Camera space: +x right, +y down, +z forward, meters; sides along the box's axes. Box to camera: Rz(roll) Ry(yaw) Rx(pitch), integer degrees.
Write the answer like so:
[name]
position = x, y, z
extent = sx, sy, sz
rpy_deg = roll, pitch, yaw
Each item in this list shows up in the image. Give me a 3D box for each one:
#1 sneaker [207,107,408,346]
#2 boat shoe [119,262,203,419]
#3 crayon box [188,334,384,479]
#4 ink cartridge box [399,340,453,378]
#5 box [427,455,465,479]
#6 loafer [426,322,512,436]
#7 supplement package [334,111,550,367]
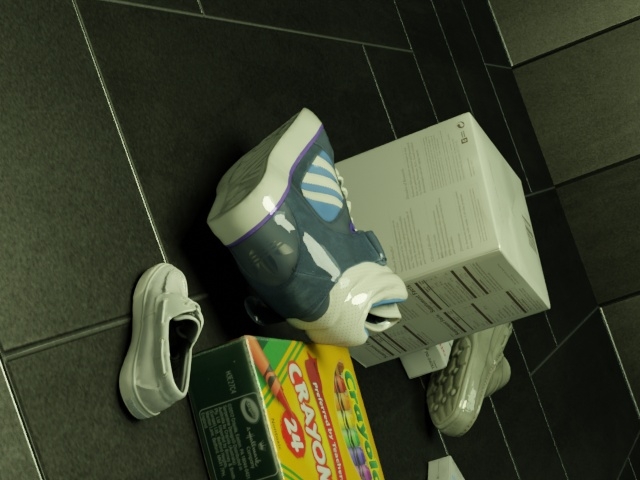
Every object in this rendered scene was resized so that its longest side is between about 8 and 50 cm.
[sneaker]
position = 0.000, 0.000, 1.525
extent = 0.236, 0.130, 0.323
rpy_deg = 48, 20, -12
[boat shoe]
position = -0.139, 0.084, 1.257
extent = 0.066, 0.063, 0.184
rpy_deg = 59, 23, -28
[crayon box]
position = -0.017, 0.212, 1.430
extent = 0.318, 0.081, 0.202
rpy_deg = 15, 56, -67
[ink cartridge box]
position = 0.146, 0.116, 1.979
extent = 0.109, 0.063, 0.150
rpy_deg = 64, 21, -15
[box]
position = 0.188, 0.408, 1.843
extent = 0.145, 0.038, 0.186
rpy_deg = 59, 23, -28
[loafer]
position = 0.236, 0.188, 2.032
extent = 0.111, 0.112, 0.319
rpy_deg = 38, 34, -10
[supplement package]
position = 0.121, 0.006, 1.722
extent = 0.198, 0.262, 0.199
rpy_deg = 42, 33, -53
